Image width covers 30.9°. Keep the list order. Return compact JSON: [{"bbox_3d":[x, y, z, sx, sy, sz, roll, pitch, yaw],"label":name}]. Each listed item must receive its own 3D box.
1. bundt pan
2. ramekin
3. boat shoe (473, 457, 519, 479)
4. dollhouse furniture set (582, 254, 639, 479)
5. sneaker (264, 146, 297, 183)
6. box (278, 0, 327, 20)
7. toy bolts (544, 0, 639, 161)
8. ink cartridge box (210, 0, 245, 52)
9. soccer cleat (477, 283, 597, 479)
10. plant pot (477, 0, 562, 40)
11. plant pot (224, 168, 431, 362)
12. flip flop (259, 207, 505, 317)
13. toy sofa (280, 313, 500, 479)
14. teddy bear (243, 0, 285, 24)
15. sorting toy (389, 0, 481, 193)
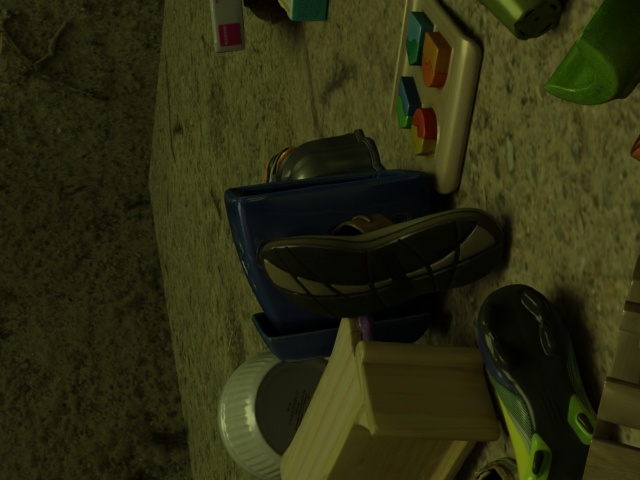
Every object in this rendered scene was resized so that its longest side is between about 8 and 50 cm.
[{"bbox_3d":[0.000,0.000,1.712,0.331,0.124,0.330,179,90,-75],"label":"bundt pan"},{"bbox_3d":[-0.044,0.264,1.774,0.109,0.207,0.207,148,120,-62],"label":"ramekin"},{"bbox_3d":[0.185,0.253,1.211,0.135,0.045,0.050,139,128,-71],"label":"boat shoe"},{"bbox_3d":[0.281,0.116,0.879,0.151,0.123,0.144,-48,-32,-59],"label":"dollhouse furniture set"},{"bbox_3d":[-0.057,-0.064,1.994,0.083,0.084,0.215,129,138,-60],"label":"sneaker"},{"bbox_3d":[-0.020,-0.480,1.834,0.100,0.060,0.244,-117,29,-57],"label":"box"},{"bbox_3d":[0.281,-0.160,0.740,0.218,0.158,0.228,-54,-5,-15],"label":"toy bolts"},{"bbox_3d":[-0.175,-0.470,2.088,0.311,0.065,0.185,-108,13,-65],"label":"ink cartridge box"},{"bbox_3d":[0.216,0.179,1.062,0.121,0.093,0.289,47,-152,-65],"label":"soccer cleat"},{"bbox_3d":[0.188,-0.234,1.096,0.083,0.083,0.079,108,144,-51],"label":"plant pot"},{"bbox_3d":[0.011,0.028,1.448,0.236,0.236,0.212,-148,50,-79],"label":"plant pot"},{"bbox_3d":[0.067,0.011,1.274,0.080,0.277,0.112,-75,-35,-52],"label":"flip flop"},{"bbox_3d":[0.069,0.254,1.378,0.177,0.150,0.362,-100,22,-44],"label":"toy sofa"},{"bbox_3d":[-0.095,-0.552,2.063,0.245,0.113,0.338,-107,12,-63],"label":"teddy bear"},{"bbox_3d":[0.126,-0.183,1.383,0.208,0.038,0.193,-117,29,-56],"label":"sorting toy"}]
